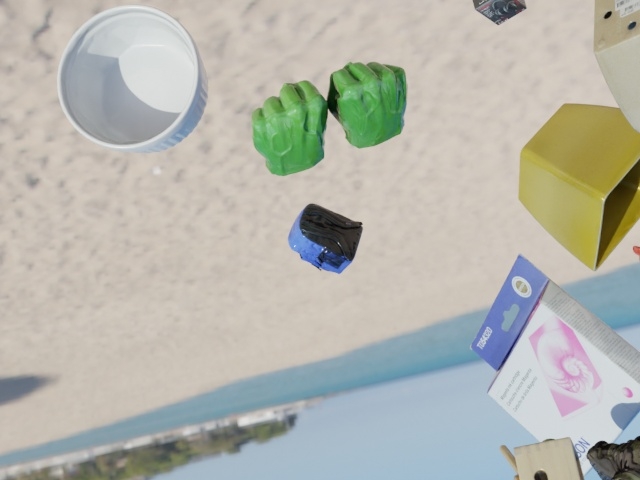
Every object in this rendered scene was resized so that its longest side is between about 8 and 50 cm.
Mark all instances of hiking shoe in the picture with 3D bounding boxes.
[{"bbox_3d":[0.493,0.348,1.619,0.114,0.086,0.227,-36,-175,1],"label":"hiking shoe"}]

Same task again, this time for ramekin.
[{"bbox_3d":[-0.257,-0.221,1.490,0.207,0.207,0.109,-14,172,8],"label":"ramekin"}]

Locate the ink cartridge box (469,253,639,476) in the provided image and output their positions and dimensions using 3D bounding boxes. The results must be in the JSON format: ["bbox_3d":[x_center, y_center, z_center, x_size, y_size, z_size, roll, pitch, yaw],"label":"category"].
[{"bbox_3d":[0.418,0.234,1.893,0.071,0.330,0.324,-36,156,-32],"label":"ink cartridge box"}]

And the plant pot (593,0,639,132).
[{"bbox_3d":[0.287,-0.173,0.878,0.096,0.109,0.109,29,147,-34],"label":"plant pot"}]

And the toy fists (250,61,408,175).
[{"bbox_3d":[0.016,-0.215,1.729,0.279,0.096,0.142,-19,145,-10],"label":"toy fists"}]

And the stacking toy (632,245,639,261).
[{"bbox_3d":[0.703,-0.008,1.769,0.309,0.280,0.130,23,-176,-22],"label":"stacking toy"}]

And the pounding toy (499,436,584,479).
[{"bbox_3d":[0.277,0.305,1.305,0.100,0.141,0.130,-14,155,13],"label":"pounding toy"}]

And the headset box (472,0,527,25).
[{"bbox_3d":[0.306,-0.412,1.800,0.062,0.032,0.083,-27,150,34],"label":"headset box"}]

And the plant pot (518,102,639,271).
[{"bbox_3d":[0.463,-0.115,1.823,0.212,0.187,0.212,-45,149,-22],"label":"plant pot"}]

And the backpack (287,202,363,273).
[{"bbox_3d":[0.000,0.000,1.913,0.120,0.098,0.101,28,137,-13],"label":"backpack"}]
